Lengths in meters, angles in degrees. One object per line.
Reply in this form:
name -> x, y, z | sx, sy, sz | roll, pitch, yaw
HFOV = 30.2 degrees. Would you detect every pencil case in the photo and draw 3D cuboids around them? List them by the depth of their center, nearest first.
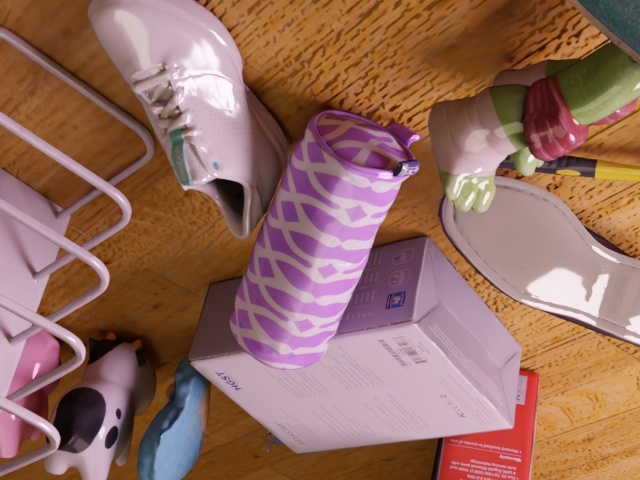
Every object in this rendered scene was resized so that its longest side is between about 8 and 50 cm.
pencil case -> 0.000, 0.000, 0.873 | 0.086, 0.088, 0.206 | 42, 125, 23

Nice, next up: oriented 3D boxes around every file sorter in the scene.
file sorter -> -0.259, 0.015, 0.857 | 0.193, 0.278, 0.173 | 35, 137, -29

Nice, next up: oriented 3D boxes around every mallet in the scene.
mallet -> 0.200, -0.055, 0.827 | 0.189, 0.039, 0.062 | 11, 147, 9

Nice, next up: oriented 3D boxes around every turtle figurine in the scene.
turtle figurine -> 0.218, -0.059, 0.674 | 0.266, 0.198, 0.274 | -16, 133, 40

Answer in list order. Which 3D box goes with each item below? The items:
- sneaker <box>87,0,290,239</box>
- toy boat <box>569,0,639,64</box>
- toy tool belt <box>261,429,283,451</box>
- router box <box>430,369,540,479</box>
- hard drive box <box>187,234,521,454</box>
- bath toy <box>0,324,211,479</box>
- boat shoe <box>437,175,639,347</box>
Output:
sneaker -> -0.089, -0.085, 0.822 | 0.080, 0.094, 0.212 | -10, 139, 31
toy boat -> 0.184, -0.215, 0.458 | 0.148, 0.267, 0.318 | -15, 147, -46
toy tool belt -> -0.020, 0.195, 1.229 | 0.083, 0.051, 0.052 | -6, 141, 24
router box -> 0.135, 0.329, 1.151 | 0.082, 0.301, 0.335 | 9, 146, 6
hard drive box -> 0.032, 0.101, 1.047 | 0.232, 0.089, 0.181 | -13, 137, 31
bath toy -> -0.285, 0.138, 1.173 | 0.348, 0.151, 0.129 | 10, 107, 8
boat shoe -> 0.177, 0.019, 0.895 | 0.227, 0.081, 0.068 | 28, 175, -17
